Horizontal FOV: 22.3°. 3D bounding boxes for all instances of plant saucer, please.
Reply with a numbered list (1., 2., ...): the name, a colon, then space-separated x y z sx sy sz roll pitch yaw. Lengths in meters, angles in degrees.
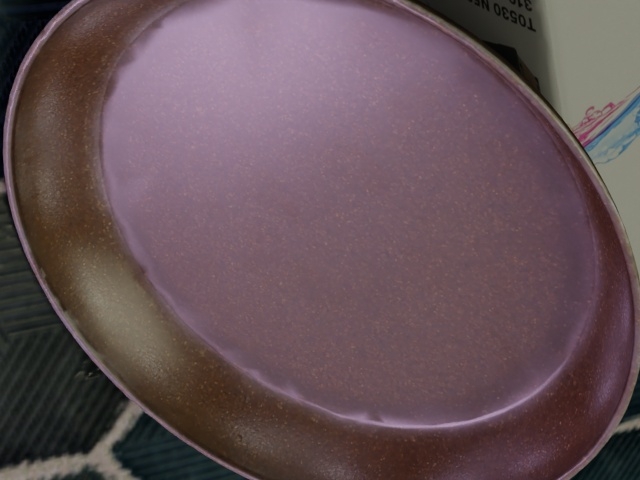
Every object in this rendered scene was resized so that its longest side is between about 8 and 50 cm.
1. plant saucer: 0.000 0.000 0.742 0.050 0.310 0.311 -57 143 -45

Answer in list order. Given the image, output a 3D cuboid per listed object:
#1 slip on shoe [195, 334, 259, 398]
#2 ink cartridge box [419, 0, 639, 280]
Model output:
1. slip on shoe: -0.044 0.023 0.855 0.041 0.051 0.135 -47 137 -60
2. ink cartridge box: 0.096 -0.118 0.765 0.117 0.201 0.278 -28 127 -18
